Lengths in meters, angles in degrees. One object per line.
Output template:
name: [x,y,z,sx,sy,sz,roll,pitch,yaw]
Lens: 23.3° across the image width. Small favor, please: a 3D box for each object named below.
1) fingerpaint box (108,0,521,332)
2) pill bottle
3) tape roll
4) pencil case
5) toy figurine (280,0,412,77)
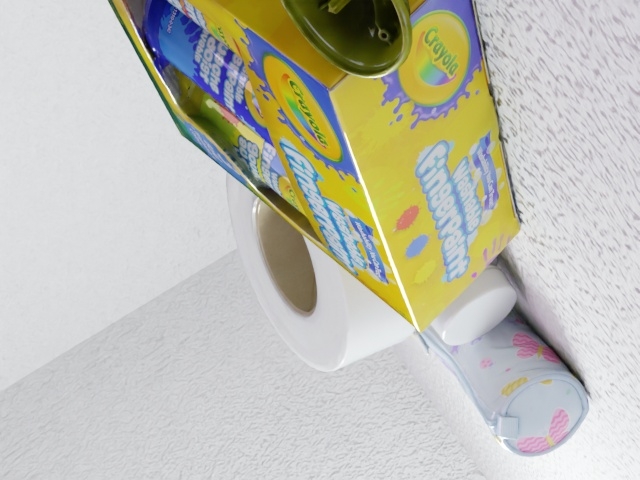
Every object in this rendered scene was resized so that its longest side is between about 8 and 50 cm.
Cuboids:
fingerpaint box: [-0.022,-0.159,1.423,0.371,0.163,0.445,39,167,27]
pill bottle: [0.127,0.009,1.766,0.208,0.119,0.119,56,175,29]
tape roll: [0.000,0.000,1.758,0.286,0.100,0.286,49,151,40]
pencil case: [0.200,0.138,1.811,0.273,0.124,0.113,50,131,54]
toy figurine: [-0.004,-0.323,1.136,0.362,0.191,0.217,48,-149,-11]
